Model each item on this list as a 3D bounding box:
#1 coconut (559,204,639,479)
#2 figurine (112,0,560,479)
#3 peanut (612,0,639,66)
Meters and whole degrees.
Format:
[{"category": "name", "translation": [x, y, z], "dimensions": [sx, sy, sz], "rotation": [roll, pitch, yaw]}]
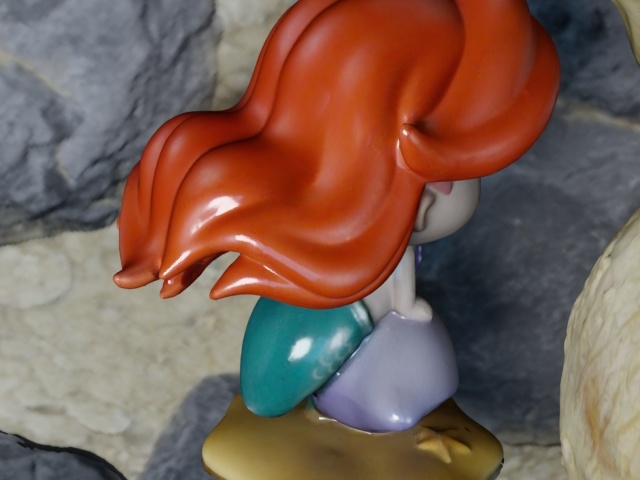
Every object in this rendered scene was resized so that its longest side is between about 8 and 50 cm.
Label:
[{"category": "coconut", "translation": [0.289, 0.114, 0.803], "dimensions": [0.404, 0.404, 0.405], "rotation": [-3, 118, -6]}, {"category": "figurine", "translation": [0.007, 0.002, 0.820], "dimensions": [0.208, 0.181, 0.257], "rotation": [2, 114, 7]}, {"category": "peanut", "translation": [0.172, -0.164, 0.804], "dimensions": [0.104, 0.086, 0.228], "rotation": [-12, 118, 11]}]
